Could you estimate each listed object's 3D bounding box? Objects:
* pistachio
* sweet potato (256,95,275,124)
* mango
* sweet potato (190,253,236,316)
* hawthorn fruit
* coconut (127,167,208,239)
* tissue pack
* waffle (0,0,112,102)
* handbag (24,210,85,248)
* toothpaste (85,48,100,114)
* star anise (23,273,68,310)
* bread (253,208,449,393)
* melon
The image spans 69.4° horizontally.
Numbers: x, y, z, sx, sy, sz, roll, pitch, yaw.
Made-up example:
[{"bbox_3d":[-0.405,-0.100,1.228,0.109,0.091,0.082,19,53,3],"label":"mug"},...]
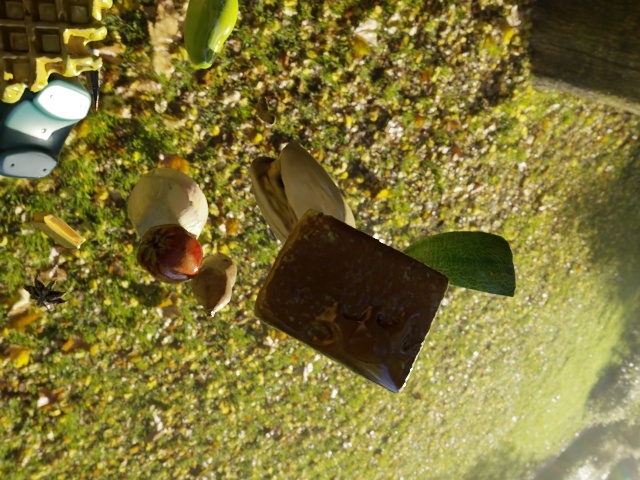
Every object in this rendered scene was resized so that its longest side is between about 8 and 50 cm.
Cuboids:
[{"bbox_3d":[-0.031,-0.077,1.054,0.188,0.188,0.299,-34,110,-16],"label":"pistachio"},{"bbox_3d":[-0.208,-0.476,1.738,0.054,0.182,0.053,-11,137,-18],"label":"sweet potato"},{"bbox_3d":[-0.383,-0.743,1.587,0.143,0.175,0.293,-27,150,-55],"label":"mango"},{"bbox_3d":[-0.325,0.138,1.373,0.131,0.336,0.131,-1,105,-4],"label":"sweet potato"},{"bbox_3d":[-0.390,0.048,1.247,0.157,0.157,0.194,-42,139,-8],"label":"hawthorn fruit"},{"bbox_3d":[-0.478,-0.101,1.463,0.260,0.259,0.259,-23,133,-27],"label":"coconut"},{"bbox_3d":[-0.718,-0.308,1.108,0.287,0.206,0.198,-53,168,12],"label":"tissue pack"},{"bbox_3d":[-0.405,-0.299,0.627,0.230,0.057,0.218,-2,103,-16],"label":"waffle"},{"bbox_3d":[-0.466,-0.016,0.817,0.083,0.061,0.027,54,45,-42],"label":"handbag"},{"bbox_3d":[-0.716,-0.497,1.454,0.045,0.071,0.193,-5,100,-36],"label":"toothpaste"},{"bbox_3d":[-0.868,0.171,1.460,0.141,0.042,0.140,1,123,1],"label":"star anise"},{"bbox_3d":[0.042,0.081,0.663,0.184,0.234,0.110,-63,173,-6],"label":"bread"},{"bbox_3d":[0.369,0.065,1.299,0.324,0.196,0.124,5,149,-4],"label":"melon"}]
